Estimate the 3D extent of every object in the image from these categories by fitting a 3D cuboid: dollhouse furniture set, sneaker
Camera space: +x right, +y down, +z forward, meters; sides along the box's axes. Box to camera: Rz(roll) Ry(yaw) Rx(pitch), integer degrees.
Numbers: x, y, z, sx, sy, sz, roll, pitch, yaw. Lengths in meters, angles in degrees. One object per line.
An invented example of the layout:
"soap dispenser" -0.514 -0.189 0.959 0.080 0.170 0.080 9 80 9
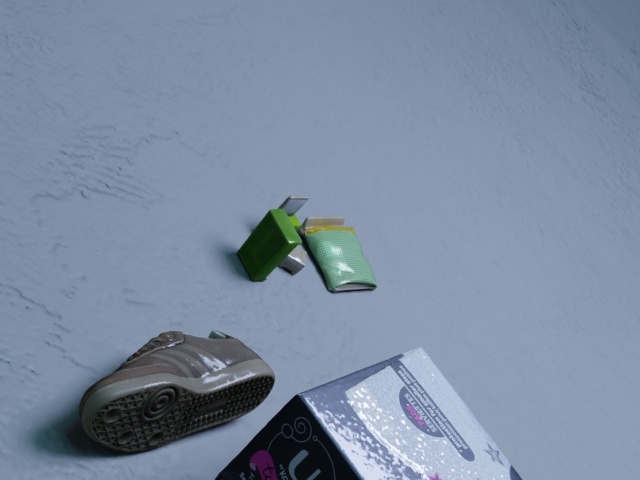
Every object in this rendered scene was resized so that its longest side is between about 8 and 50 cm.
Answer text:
"dollhouse furniture set" 0.000 0.000 1.360 0.151 0.058 0.076 -1 53 -46
"sneaker" -0.118 0.105 1.137 0.071 0.066 0.188 41 24 29

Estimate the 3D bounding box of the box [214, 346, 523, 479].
"box" 0.066 0.223 1.107 0.163 0.142 0.247 -16 65 -51
